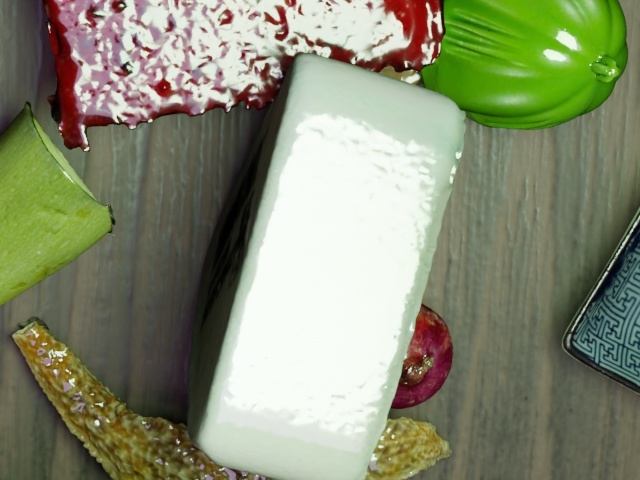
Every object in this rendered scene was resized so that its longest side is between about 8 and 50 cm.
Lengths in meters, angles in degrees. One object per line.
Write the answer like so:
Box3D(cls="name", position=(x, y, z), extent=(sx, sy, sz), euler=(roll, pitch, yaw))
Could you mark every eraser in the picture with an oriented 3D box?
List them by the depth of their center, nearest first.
Box3D(cls="eraser", position=(0.000, 0.000, 1.301), extent=(0.150, 0.331, 0.331), euler=(18, 99, -10))

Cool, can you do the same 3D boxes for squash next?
Box3D(cls="squash", position=(-0.306, 0.017, 1.416), extent=(0.287, 0.137, 0.137), euler=(-42, 103, 15))

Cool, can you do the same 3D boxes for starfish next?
Box3D(cls="starfish", position=(-0.067, 0.252, 1.483), extent=(0.398, 0.132, 0.383), euler=(-5, 107, -2))

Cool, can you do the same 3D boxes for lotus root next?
Box3D(cls="lotus root", position=(0.197, -0.166, 1.365), extent=(0.186, 0.186, 0.186), euler=(-1, 102, -6))

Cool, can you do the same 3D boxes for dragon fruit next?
Box3D(cls="dragon fruit", position=(-0.078, -0.244, 1.330), extent=(0.344, 0.100, 0.282), euler=(-10, 106, -3))

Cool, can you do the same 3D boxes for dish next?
Box3D(cls="dish", position=(0.349, 0.030, 1.498), extent=(0.182, 0.080, 0.243), euler=(28, 99, -11))

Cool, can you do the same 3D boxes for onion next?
Box3D(cls="onion", position=(0.073, 0.106, 1.474), extent=(0.107, 0.097, 0.107), euler=(-4, 102, -18))

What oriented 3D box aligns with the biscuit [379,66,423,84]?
Box3D(cls="biscuit", position=(-0.020, -0.276, 1.406), extent=(0.355, 0.052, 0.275), euler=(33, 100, -13))
